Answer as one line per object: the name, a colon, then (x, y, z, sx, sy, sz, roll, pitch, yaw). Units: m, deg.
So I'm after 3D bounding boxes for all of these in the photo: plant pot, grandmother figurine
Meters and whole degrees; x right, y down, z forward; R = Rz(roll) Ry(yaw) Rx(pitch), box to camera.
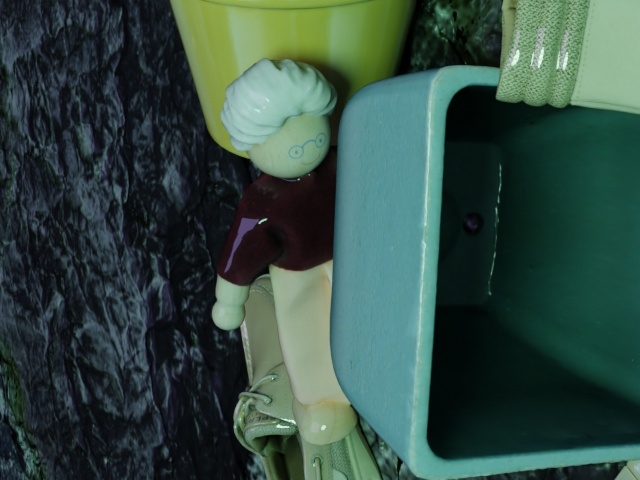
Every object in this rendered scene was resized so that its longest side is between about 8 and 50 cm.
plant pot: (-0.022, -0.206, 1.090, 0.254, 0.254, 0.239, 38, 138, 47)
plant pot: (0.123, 0.002, 0.894, 0.252, 0.248, 0.247, -159, 70, -65)
grandmother figurine: (0.000, 0.000, 1.047, 0.104, 0.208, 0.342, 21, 140, 40)

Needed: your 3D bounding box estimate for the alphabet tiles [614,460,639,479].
alphabet tiles: (0.261, 0.287, 0.905, 0.237, 0.009, 0.198, 55, 133, 38)

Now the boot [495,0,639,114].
boot: (0.211, -0.174, 0.729, 0.095, 0.204, 0.262, 82, -159, -68)

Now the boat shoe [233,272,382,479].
boat shoe: (-0.029, 0.167, 1.230, 0.109, 0.098, 0.302, -45, 57, 46)
